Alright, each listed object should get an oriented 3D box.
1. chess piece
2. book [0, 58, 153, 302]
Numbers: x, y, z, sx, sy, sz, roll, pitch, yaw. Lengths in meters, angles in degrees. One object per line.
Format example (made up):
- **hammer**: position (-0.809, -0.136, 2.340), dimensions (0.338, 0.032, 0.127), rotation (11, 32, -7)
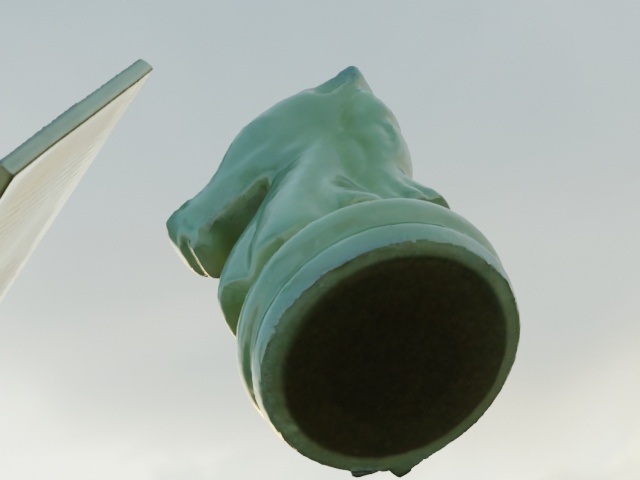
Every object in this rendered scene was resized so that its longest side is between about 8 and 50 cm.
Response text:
- **chess piece**: position (0.000, 0.000, 1.243), dimensions (0.176, 0.298, 0.176), rotation (-9, -58, -14)
- **book**: position (-0.242, 0.005, 1.456), dimensions (0.295, 0.020, 0.208), rotation (-52, -3, 35)
